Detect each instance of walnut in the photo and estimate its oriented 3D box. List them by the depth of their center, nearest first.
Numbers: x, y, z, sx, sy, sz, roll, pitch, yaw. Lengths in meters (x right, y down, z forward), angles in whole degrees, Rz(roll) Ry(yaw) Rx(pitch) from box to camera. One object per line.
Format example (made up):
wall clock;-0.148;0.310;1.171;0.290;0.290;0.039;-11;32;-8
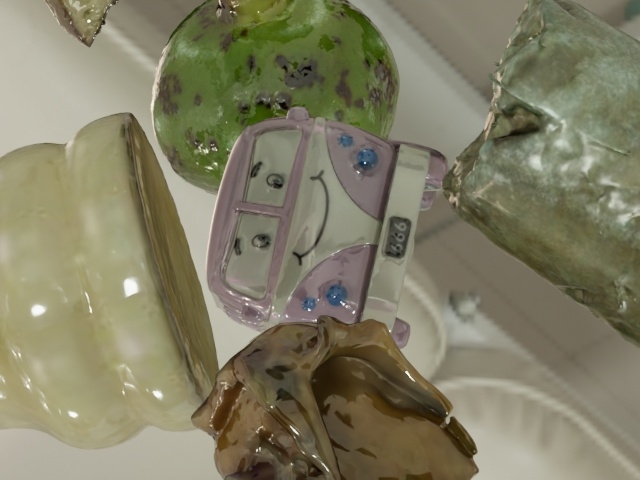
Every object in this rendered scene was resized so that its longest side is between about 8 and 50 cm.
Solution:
walnut;0.005;0.168;0.716;0.204;0.238;0.141;39;128;-17

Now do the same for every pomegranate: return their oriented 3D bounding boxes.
pomegranate;-0.044;-0.145;1.450;0.211;0.211;0.263;-5;126;14

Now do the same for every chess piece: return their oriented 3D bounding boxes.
chess piece;-0.212;0.052;0.883;0.300;0.167;0.167;-15;130;3

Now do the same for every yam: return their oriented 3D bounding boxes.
yam;0.158;0.018;0.615;0.259;0.093;0.093;35;130;-1

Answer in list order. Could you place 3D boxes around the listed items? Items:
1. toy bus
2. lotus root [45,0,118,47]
toy bus;0.000;0.000;1.175;0.142;0.142;0.202;15;173;0
lotus root;-0.262;-0.367;1.955;0.170;0.074;0.260;29;94;-37
